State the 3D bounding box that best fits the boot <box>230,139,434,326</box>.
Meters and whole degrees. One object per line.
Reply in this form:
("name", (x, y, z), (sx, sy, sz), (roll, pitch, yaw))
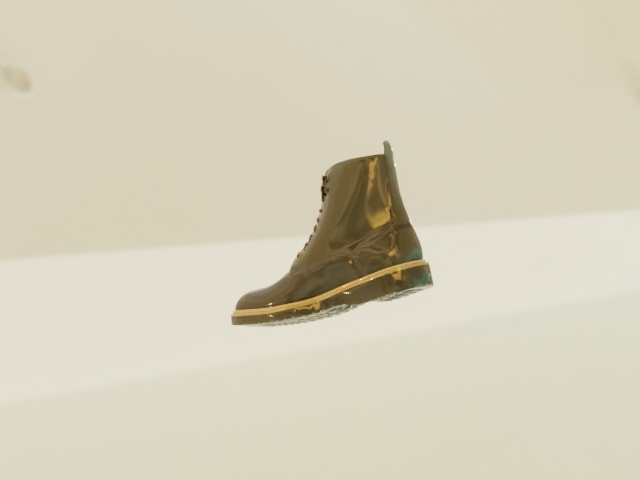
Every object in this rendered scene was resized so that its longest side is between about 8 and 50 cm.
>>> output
("boot", (0.000, 0.000, 1.377), (0.077, 0.198, 0.137), (4, -109, -66))
